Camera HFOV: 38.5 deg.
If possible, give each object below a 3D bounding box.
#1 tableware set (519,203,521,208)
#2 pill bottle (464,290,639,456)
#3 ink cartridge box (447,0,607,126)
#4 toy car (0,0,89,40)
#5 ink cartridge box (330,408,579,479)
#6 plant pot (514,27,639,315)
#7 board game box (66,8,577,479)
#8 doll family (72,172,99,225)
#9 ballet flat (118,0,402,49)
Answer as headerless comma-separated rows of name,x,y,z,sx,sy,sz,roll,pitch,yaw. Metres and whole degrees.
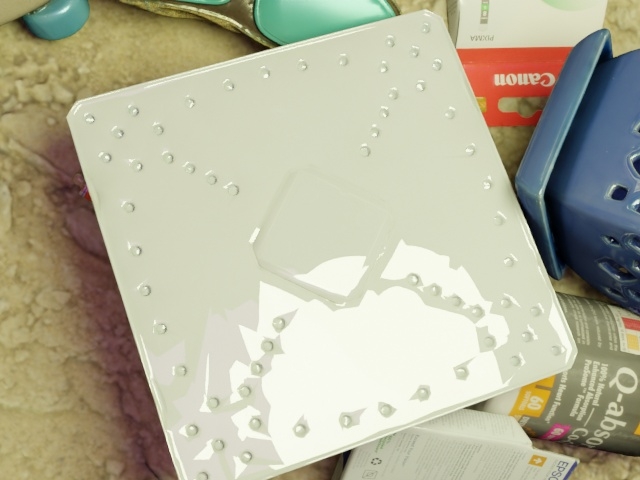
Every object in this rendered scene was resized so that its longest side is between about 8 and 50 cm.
tableware set,0.199,-0.010,1.068,0.169,0.020,0.141,29,84,-6
pill bottle,0.306,0.148,1.008,0.279,0.162,0.162,12,86,-8
ink cartridge box,0.242,-0.248,1.068,0.181,0.056,0.224,-3,87,-9
toy car,-0.383,-0.326,0.928,0.210,0.219,0.238,-30,64,-9
ink cartridge box,0.125,0.264,0.971,0.224,0.045,0.223,12,127,-8
plant pot,0.330,-0.063,0.925,0.212,0.236,0.235,18,71,27
board game box,0.000,0.000,0.888,0.390,0.050,0.389,-17,78,-12
doll family,-0.129,-0.036,0.981,0.263,0.118,0.163,3,70,-13
ballet flat,-0.079,-0.275,0.986,0.349,0.123,0.123,12,86,-14
